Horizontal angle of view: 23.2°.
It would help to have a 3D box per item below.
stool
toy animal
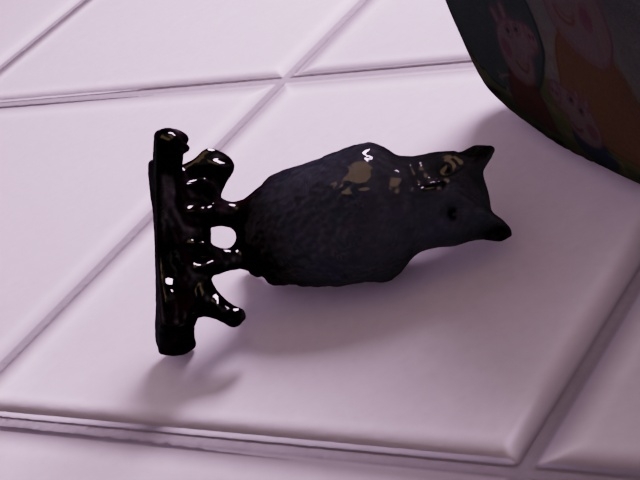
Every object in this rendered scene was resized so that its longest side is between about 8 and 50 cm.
[{"bbox_3d":[0.193,-0.215,0.872,0.226,0.310,0.310,-28,30,-10],"label":"stool"},{"bbox_3d":[0.004,0.000,0.911,0.210,0.121,0.117,-4,-15,3],"label":"toy animal"}]
